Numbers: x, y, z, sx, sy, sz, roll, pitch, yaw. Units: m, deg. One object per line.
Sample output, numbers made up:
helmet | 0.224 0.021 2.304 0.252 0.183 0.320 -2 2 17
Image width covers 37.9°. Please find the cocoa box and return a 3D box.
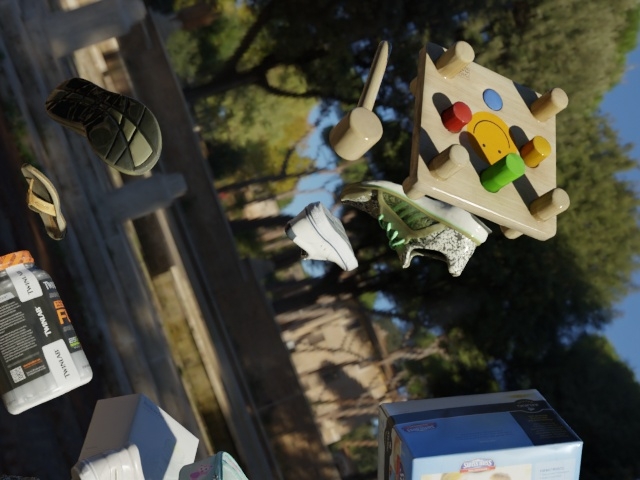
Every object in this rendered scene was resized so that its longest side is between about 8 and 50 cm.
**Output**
cocoa box | 0.307 0.456 1.849 0.228 0.346 0.232 -124 -147 -68

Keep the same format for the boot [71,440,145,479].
boot | -0.354 0.477 1.646 0.095 0.123 0.258 33 -47 44

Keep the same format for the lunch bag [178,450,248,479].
lunch bag | -0.156 0.525 1.684 0.224 0.107 0.279 -94 160 -55

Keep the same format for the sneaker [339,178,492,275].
sneaker | 0.214 -0.029 2.365 0.410 0.182 0.158 20 -12 25

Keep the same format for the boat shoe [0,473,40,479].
boat shoe | -0.489 0.536 1.523 0.340 0.113 0.127 -113 -154 -42

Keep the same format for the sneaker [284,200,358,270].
sneaker | 0.000 0.000 1.802 0.258 0.091 0.094 50 18 -60

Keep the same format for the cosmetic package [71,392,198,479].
cosmetic package | -0.399 0.488 2.029 0.224 0.138 0.225 51 35 -40

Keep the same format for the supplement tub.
supplement tub | -0.384 0.117 1.208 0.117 0.117 0.191 141 -75 -82

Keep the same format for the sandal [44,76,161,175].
sandal | -0.373 -0.200 1.649 0.302 0.120 0.086 35 -18 37

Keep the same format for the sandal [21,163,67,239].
sandal | -0.559 -0.070 1.871 0.072 0.049 0.180 16 -49 33

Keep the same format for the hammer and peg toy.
hammer and peg toy | 0.205 -0.172 1.378 0.127 0.361 0.266 -37 -141 53
